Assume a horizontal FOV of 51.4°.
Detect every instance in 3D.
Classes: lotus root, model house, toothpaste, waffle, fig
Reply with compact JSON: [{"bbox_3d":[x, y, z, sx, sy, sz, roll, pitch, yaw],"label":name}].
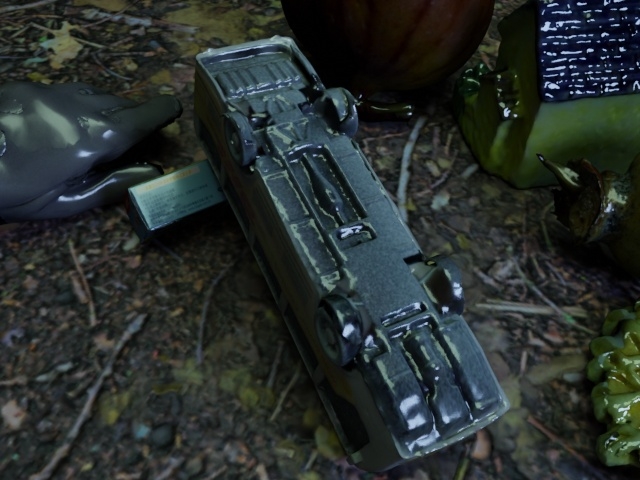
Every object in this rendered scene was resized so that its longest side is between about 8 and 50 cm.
[{"bbox_3d":[0.328,-0.021,0.581,0.278,0.154,0.154,7,49,2],"label":"lotus root"},{"bbox_3d":[0.256,-0.184,0.673,0.194,0.211,0.170,-5,53,-9],"label":"model house"},{"bbox_3d":[-0.087,-0.054,0.630,0.193,0.070,0.044,-25,86,-25],"label":"toothpaste"},{"bbox_3d":[0.315,0.127,0.513,0.214,0.054,0.207,20,47,14],"label":"waffle"},{"bbox_3d":[0.066,-0.262,0.719,0.214,0.235,0.235,-45,60,7],"label":"fig"}]

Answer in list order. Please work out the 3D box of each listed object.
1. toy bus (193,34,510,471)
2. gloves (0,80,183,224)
[{"bbox_3d":[0.000,0.000,0.499,0.097,0.138,0.342,-18,67,-24],"label":"toy bus"},{"bbox_3d":[-0.249,-0.073,0.599,0.286,0.119,0.142,-31,91,-32],"label":"gloves"}]
